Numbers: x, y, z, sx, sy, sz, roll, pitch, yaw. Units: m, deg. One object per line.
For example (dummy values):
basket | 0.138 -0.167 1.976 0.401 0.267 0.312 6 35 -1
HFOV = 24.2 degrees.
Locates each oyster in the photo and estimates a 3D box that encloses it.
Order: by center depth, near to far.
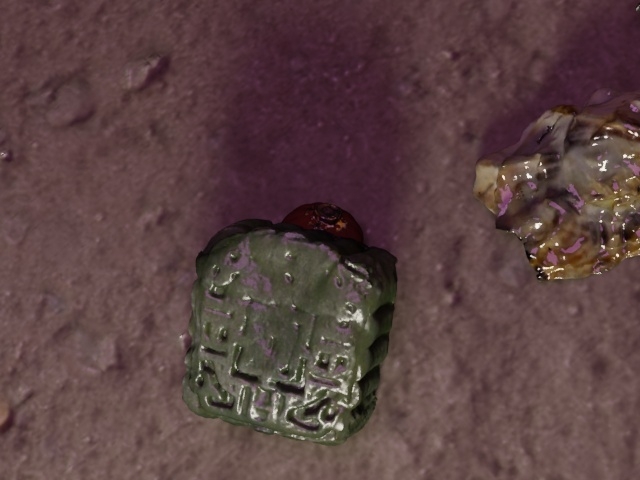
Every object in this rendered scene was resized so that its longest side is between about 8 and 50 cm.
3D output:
oyster | 0.344 -0.082 1.654 0.355 0.107 0.201 -16 71 7

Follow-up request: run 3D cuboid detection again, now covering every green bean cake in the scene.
green bean cake | -0.037 0.094 1.625 0.223 0.125 0.227 12 99 18

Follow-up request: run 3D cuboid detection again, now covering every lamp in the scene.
lamp | 0.000 0.000 1.709 0.101 0.090 0.101 6 37 -4

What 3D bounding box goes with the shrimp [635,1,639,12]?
shrimp | 0.492 -0.277 1.720 0.251 0.052 0.143 -14 70 7
